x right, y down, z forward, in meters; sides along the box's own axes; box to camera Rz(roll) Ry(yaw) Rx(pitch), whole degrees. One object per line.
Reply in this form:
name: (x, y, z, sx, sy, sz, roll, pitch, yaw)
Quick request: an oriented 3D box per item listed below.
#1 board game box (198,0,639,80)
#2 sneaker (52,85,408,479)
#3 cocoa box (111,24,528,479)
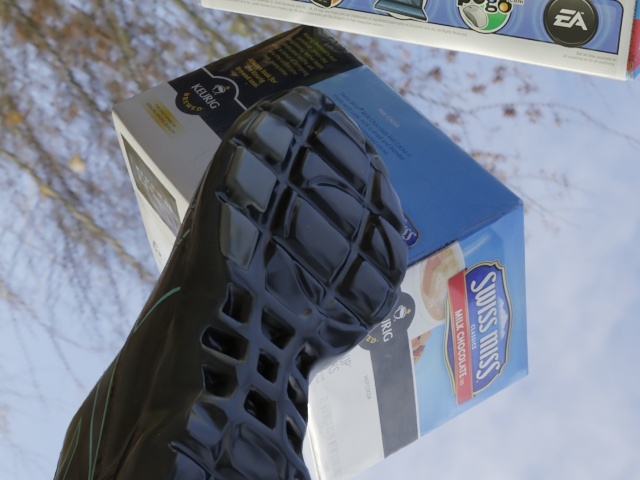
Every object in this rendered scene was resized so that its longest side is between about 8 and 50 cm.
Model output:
board game box: (0.072, -0.277, 0.789, 0.308, 0.086, 0.301, 15, -61, 24)
sneaker: (-0.046, 0.045, 0.489, 0.106, 0.101, 0.267, -24, -147, 39)
cocoa box: (0.000, 0.000, 1.175, 0.228, 0.231, 0.347, -27, -134, -17)
